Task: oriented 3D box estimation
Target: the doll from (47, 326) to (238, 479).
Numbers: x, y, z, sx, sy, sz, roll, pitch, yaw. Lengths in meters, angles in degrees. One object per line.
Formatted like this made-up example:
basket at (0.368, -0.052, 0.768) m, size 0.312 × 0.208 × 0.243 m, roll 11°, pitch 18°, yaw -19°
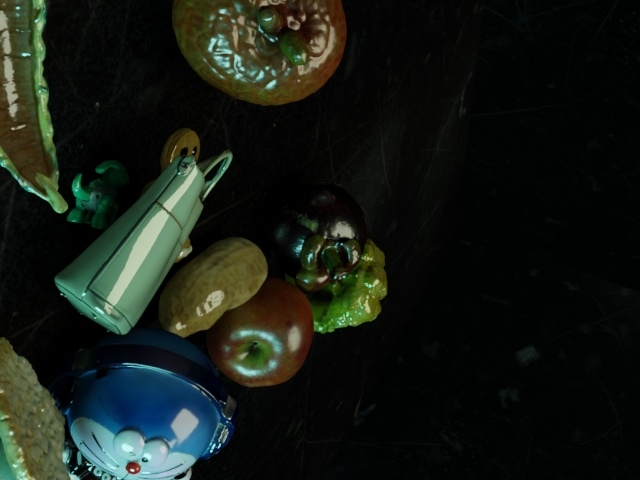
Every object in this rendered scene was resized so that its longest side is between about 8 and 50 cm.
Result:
doll at (-0.280, 0.276, 1.143) m, size 0.240 × 0.284 × 0.310 m, roll -85°, pitch -163°, yaw -46°

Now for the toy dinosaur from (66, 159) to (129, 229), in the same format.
toy dinosaur at (-0.304, -0.066, 1.012) m, size 0.132 × 0.059 × 0.096 m, roll 16°, pitch 87°, yaw -79°

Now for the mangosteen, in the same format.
mangosteen at (0.000, 0.000, 1.576) m, size 0.265 × 0.228 × 0.228 m, roll -117°, pitch -150°, yaw -53°

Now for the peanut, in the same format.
peanut at (-0.196, 0.086, 1.344) m, size 0.253 × 0.122 × 0.137 m, roll -38°, pitch 153°, yaw -51°

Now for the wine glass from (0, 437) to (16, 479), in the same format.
wine glass at (-0.406, 0.293, 0.836) m, size 0.309 × 0.264 × 0.096 m, roll -17°, pitch 87°, yaw -66°

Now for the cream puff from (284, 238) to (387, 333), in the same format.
cream puff at (0.029, 0.092, 1.775) m, size 0.185 × 0.282 × 0.282 m, roll 45°, pitch 65°, yaw -41°

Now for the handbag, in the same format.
handbag at (-0.239, -0.023, 1.056) m, size 0.315 × 0.109 × 0.241 m, roll -58°, pitch -178°, yaw -17°

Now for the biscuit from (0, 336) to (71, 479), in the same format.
biscuit at (-0.374, 0.249, 0.960) m, size 0.188 × 0.040 × 0.265 m, roll 148°, pitch -78°, yaw -84°

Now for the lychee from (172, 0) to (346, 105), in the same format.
lychee at (-0.082, -0.314, 1.044) m, size 0.255 × 0.300 × 0.255 m, roll -6°, pitch 104°, yaw -26°

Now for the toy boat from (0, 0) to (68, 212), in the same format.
toy boat at (-0.327, -0.170, 0.776) m, size 0.108 × 0.099 × 0.293 m, roll -42°, pitch 140°, yaw -52°

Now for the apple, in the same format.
apple at (-0.122, 0.181, 1.519) m, size 0.230 × 0.230 × 0.230 m, roll -53°, pitch 155°, yaw -38°

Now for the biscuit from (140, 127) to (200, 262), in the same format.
biscuit at (-0.237, -0.065, 1.211) m, size 0.158 × 0.035 × 0.240 m, roll -32°, pitch 139°, yaw -63°
